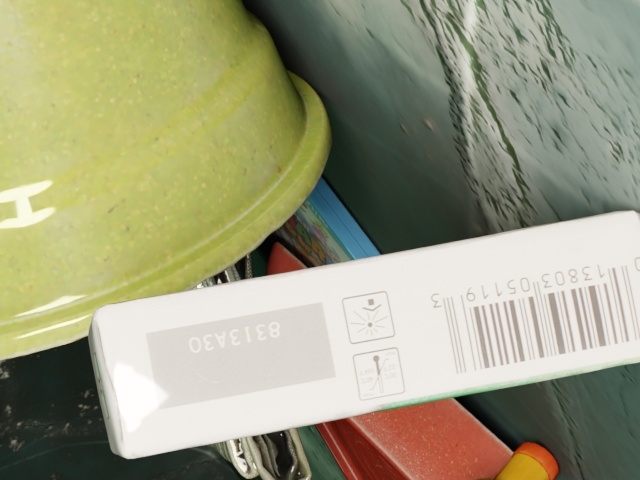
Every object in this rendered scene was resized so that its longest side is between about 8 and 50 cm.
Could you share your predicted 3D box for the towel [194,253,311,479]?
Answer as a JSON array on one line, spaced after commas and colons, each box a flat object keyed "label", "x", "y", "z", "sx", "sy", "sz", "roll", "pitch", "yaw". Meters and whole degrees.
[{"label": "towel", "x": -0.097, "y": 0.005, "z": 1.122, "sx": 0.324, "sy": 0.056, "sz": 0.312, "roll": 174, "pitch": 81, "yaw": -77}]

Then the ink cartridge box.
[{"label": "ink cartridge box", "x": 0.006, "y": 0.039, "z": 0.635, "sx": 0.224, "sy": 0.181, "sz": 0.056, "roll": 135, "pitch": 124, "yaw": -79}]

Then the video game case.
[{"label": "video game case", "x": 0.000, "y": 0.000, "z": 1.005, "sx": 0.119, "sy": 0.015, "sz": 0.166, "roll": 53, "pitch": 169, "yaw": 12}]

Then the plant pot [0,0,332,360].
[{"label": "plant pot", "x": -0.158, "y": -0.124, "z": 0.746, "sx": 0.276, "sy": 0.276, "sz": 0.254, "roll": 40, "pitch": 150, "yaw": 57}]

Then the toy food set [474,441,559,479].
[{"label": "toy food set", "x": 0.154, "y": 0.205, "z": 0.816, "sx": 0.232, "sy": 0.104, "sz": 0.111, "roll": 30, "pitch": 145, "yaw": 25}]

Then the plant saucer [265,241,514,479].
[{"label": "plant saucer", "x": 0.065, "y": 0.152, "z": 1.046, "sx": 0.259, "sy": 0.047, "sz": 0.258, "roll": 42, "pitch": 165, "yaw": 46}]
